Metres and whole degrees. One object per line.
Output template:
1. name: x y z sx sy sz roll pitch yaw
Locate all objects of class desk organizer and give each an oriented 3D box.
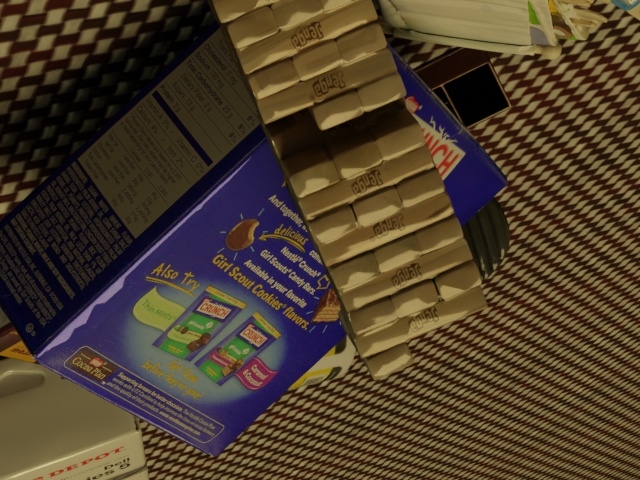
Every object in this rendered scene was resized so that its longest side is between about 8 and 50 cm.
1. desk organizer: 0.086 -0.108 1.563 0.130 0.050 0.047 -26 159 8

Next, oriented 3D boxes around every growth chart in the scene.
1. growth chart: 0.110 -0.161 1.318 0.172 0.021 0.237 9 172 4

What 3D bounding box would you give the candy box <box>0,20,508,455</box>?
1. candy box: -0.050 -0.017 1.394 0.317 0.122 0.268 -42 148 5

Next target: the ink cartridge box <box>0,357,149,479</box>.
1. ink cartridge box: -0.276 0.208 1.867 0.198 0.114 0.273 -19 159 -10

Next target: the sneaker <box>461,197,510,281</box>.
1. sneaker: 0.000 0.000 1.622 0.331 0.122 0.146 -10 -166 15

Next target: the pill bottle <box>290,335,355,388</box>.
1. pill bottle: -0.081 0.088 1.773 0.209 0.119 0.119 -9 155 -32

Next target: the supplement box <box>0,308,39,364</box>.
1. supplement box: -0.188 0.019 1.542 0.188 0.080 0.104 -30 158 19

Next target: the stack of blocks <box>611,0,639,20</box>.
1. stack of blocks: 0.243 -0.241 1.289 0.171 0.087 0.297 -39 147 25

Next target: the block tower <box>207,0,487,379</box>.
1. block tower: 0.006 -0.085 1.202 0.097 0.335 0.091 -22 -158 -2
